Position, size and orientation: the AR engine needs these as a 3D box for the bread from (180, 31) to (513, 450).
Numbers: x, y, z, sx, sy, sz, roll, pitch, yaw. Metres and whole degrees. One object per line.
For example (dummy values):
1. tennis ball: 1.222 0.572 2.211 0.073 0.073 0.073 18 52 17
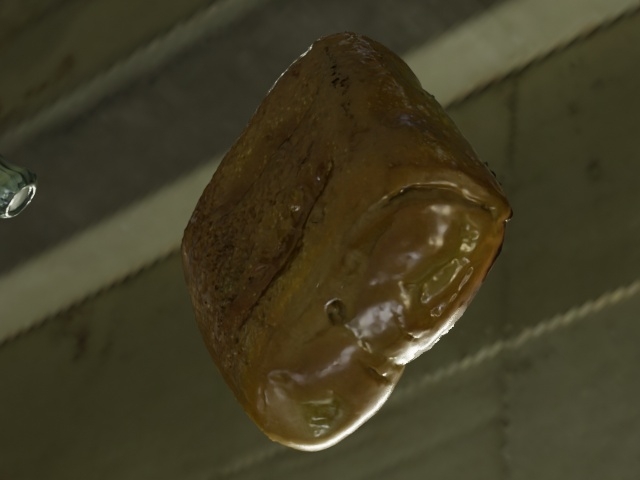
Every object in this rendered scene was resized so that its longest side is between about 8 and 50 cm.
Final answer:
1. bread: -0.006 -0.003 1.731 0.328 0.148 0.337 -51 -145 18

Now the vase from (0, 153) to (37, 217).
1. vase: -0.373 -0.088 2.051 0.149 0.081 0.081 39 -94 17
